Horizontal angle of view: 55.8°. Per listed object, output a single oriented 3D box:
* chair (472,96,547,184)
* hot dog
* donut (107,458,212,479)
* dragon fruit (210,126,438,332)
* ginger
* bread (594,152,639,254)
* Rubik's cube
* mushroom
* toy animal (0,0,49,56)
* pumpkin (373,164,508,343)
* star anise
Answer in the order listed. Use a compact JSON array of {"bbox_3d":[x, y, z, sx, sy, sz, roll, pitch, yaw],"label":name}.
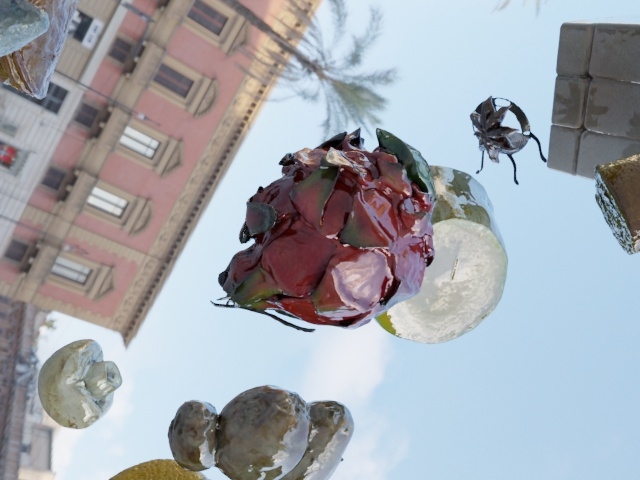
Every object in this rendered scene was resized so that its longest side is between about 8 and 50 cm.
[{"bbox_3d":[0.507,-0.283,1.685,0.174,0.149,0.213,129,-38,-55],"label":"chair"},{"bbox_3d":[-0.583,-0.435,1.239,0.196,0.122,0.272,-154,-98,-75],"label":"hot dog"},{"bbox_3d":[-0.282,0.508,1.027,0.302,0.303,0.110,-100,-173,-48],"label":"donut"},{"bbox_3d":[0.000,0.000,0.702,0.293,0.234,0.233,-26,-138,19],"label":"dragon fruit"},{"bbox_3d":[-0.086,0.317,0.958,0.245,0.304,0.155,-26,-134,19],"label":"ginger"},{"bbox_3d":[0.492,-0.066,0.852,0.172,0.103,0.131,-19,-118,7],"label":"bread"},{"bbox_3d":[0.692,-0.285,1.214,0.319,0.322,0.315,31,-50,52],"label":"Rubik's cube"},{"bbox_3d":[-0.380,0.228,0.961,0.112,0.148,0.148,-21,-140,6],"label":"mushroom"},{"bbox_3d":[-0.476,-0.264,0.761,0.070,0.253,0.079,109,-36,-53],"label":"toy animal"},{"bbox_3d":[0.205,0.046,1.153,0.332,0.333,0.199,-50,-150,24],"label":"pumpkin"},{"bbox_3d":[0.348,-0.222,1.225,0.141,0.042,0.141,48,-30,41],"label":"star anise"}]
